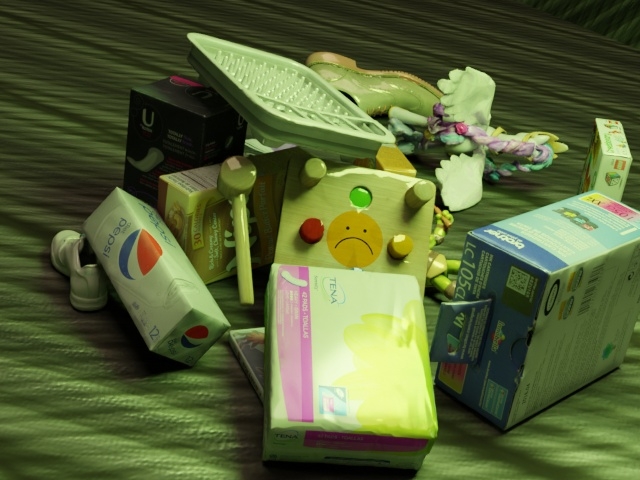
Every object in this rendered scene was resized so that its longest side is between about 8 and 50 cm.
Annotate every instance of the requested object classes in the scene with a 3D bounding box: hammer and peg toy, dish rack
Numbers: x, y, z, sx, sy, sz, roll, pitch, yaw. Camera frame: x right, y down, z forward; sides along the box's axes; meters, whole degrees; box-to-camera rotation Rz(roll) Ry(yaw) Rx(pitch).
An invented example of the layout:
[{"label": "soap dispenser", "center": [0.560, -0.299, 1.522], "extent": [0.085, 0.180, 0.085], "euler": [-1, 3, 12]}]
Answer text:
[{"label": "hammer and peg toy", "center": [0.000, 0.000, 1.494], "extent": [0.361, 0.266, 0.127], "euler": [10, -13, -10]}, {"label": "dish rack", "center": [-0.062, -0.230, 1.549], "extent": [0.285, 0.072, 0.333], "euler": [6, 30, -40]}]

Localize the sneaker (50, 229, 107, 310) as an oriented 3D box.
[{"label": "sneaker", "center": [-0.383, 0.021, 1.494], "extent": [0.080, 0.094, 0.212], "euler": [-6, 31, -26]}]

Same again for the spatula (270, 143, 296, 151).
[{"label": "spatula", "center": [-0.172, -0.186, 2.035], "extent": [0.084, 0.030, 0.296], "euler": [27, 32, 31]}]

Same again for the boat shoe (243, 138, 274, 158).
[{"label": "boat shoe", "center": [-0.113, -0.114, 1.850], "extent": [0.119, 0.121, 0.335], "euler": [-16, 26, -27]}]

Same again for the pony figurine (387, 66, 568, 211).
[{"label": "pony figurine", "center": [0.324, -0.232, 2.083], "extent": [0.351, 0.303, 0.363], "euler": [-3, 13, -41]}]

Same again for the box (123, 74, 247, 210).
[{"label": "box", "center": [-0.242, -0.135, 1.648], "extent": [0.165, 0.270, 0.143], "euler": [23, 30, 22]}]

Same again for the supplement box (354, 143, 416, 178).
[{"label": "supplement box", "center": [0.138, -0.159, 2.015], "extent": [0.080, 0.078, 0.233], "euler": [6, 22, -15]}]

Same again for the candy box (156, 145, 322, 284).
[{"label": "candy box", "center": [-0.136, -0.043, 1.602], "extent": [0.087, 0.183, 0.316], "euler": [29, 33, 35]}]

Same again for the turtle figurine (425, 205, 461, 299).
[{"label": "turtle figurine", "center": [0.192, 0.059, 1.629], "extent": [0.217, 0.087, 0.269], "euler": [26, 53, 21]}]

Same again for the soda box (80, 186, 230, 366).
[{"label": "soda box", "center": [-0.251, 0.050, 1.388], "extent": [0.098, 0.091, 0.286], "euler": [34, 14, -51]}]

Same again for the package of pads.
[{"label": "package of pads", "center": [0.039, 0.166, 1.277], "extent": [0.229, 0.101, 0.297], "euler": [5, 44, -9]}]

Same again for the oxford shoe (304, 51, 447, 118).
[{"label": "oxford shoe", "center": [0.139, -0.361, 2.415], "extent": [0.396, 0.140, 0.147], "euler": [14, 58, -3]}]

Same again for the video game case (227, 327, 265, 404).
[{"label": "video game case", "center": [-0.016, 0.183, 1.385], "extent": [0.201, 0.023, 0.183], "euler": [-4, 30, -24]}]

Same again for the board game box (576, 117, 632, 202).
[{"label": "board game box", "center": [0.498, -0.048, 1.697], "extent": [0.053, 0.305, 0.193], "euler": [10, 26, 7]}]

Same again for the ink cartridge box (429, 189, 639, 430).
[{"label": "ink cartridge box", "center": [0.328, 0.101, 1.388], "extent": [0.395, 0.270, 0.151], "euler": [-17, 36, -42]}]
